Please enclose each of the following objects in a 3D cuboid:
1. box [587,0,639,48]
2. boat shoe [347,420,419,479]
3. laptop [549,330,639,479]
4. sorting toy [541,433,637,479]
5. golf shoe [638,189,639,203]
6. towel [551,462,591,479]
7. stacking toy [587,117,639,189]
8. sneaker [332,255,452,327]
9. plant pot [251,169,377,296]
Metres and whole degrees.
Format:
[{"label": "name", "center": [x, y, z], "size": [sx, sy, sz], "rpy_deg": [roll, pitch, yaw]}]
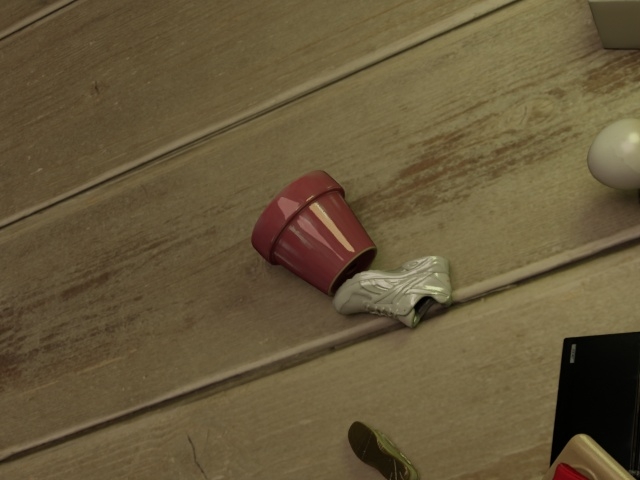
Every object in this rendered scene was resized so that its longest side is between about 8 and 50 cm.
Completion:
[{"label": "box", "center": [0.671, -0.465, 1.646], "size": [0.345, 0.168, 0.215], "rpy_deg": [8, 73, 28]}, {"label": "boat shoe", "center": [0.108, 0.370, 1.642], "size": [0.153, 0.048, 0.056], "rpy_deg": [33, 98, 40]}, {"label": "laptop", "center": [0.520, 0.275, 1.491], "size": [0.264, 0.136, 0.234], "rpy_deg": [10, 72, 3]}, {"label": "sorting toy", "center": [0.411, 0.429, 1.433], "size": [0.193, 0.038, 0.208], "rpy_deg": [45, 117, 33]}, {"label": "golf shoe", "center": [0.585, -0.066, 1.590], "size": [0.086, 0.069, 0.176], "rpy_deg": [0, 69, 4]}, {"label": "towel", "center": [0.377, 0.488, 1.379], "size": [0.199, 0.031, 0.274], "rpy_deg": [28, 102, 51]}, {"label": "stacking toy", "center": [0.637, -0.207, 1.449], "size": [0.480, 0.351, 0.350], "rpy_deg": [-20, 61, 29]}, {"label": "sneaker", "center": [0.131, 0.108, 1.715], "size": [0.232, 0.090, 0.115], "rpy_deg": [-19, 65, 19]}, {"label": "plant pot", "center": [0.000, 0.000, 1.776], "size": [0.201, 0.201, 0.180], "rpy_deg": [-46, 72, 2]}]
